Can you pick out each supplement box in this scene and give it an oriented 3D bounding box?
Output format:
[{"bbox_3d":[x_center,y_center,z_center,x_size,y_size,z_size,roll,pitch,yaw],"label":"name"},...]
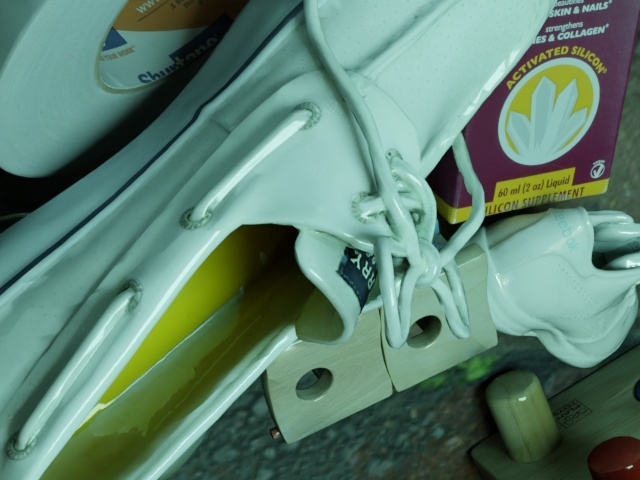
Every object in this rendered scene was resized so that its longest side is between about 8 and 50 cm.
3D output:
[{"bbox_3d":[0.103,-0.114,0.840,0.104,0.081,0.188,-12,126,-25],"label":"supplement box"}]

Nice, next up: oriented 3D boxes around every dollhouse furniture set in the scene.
[{"bbox_3d":[-0.007,-0.023,0.802,0.129,0.129,0.183,-25,131,-15],"label":"dollhouse furniture set"}]

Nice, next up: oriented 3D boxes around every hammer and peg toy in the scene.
[{"bbox_3d":[0.202,0.145,0.978,0.361,0.266,0.127,-29,115,-10],"label":"hammer and peg toy"}]

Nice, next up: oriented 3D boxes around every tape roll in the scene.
[{"bbox_3d":[-0.069,-0.125,0.656,0.219,0.072,0.219,-40,169,-9],"label":"tape roll"}]

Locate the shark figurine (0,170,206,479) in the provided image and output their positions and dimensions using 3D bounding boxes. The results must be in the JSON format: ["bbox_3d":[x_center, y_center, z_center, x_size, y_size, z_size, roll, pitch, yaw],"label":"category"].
[{"bbox_3d":[-0.119,0.016,0.788,0.278,0.116,0.166,31,136,-34],"label":"shark figurine"}]

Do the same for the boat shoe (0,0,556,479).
[{"bbox_3d":[-0.004,-0.004,0.653,0.367,0.156,0.136,-40,141,-13],"label":"boat shoe"}]

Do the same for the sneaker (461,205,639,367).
[{"bbox_3d":[0.160,0.019,0.925,0.094,0.080,0.212,-29,162,23],"label":"sneaker"}]
